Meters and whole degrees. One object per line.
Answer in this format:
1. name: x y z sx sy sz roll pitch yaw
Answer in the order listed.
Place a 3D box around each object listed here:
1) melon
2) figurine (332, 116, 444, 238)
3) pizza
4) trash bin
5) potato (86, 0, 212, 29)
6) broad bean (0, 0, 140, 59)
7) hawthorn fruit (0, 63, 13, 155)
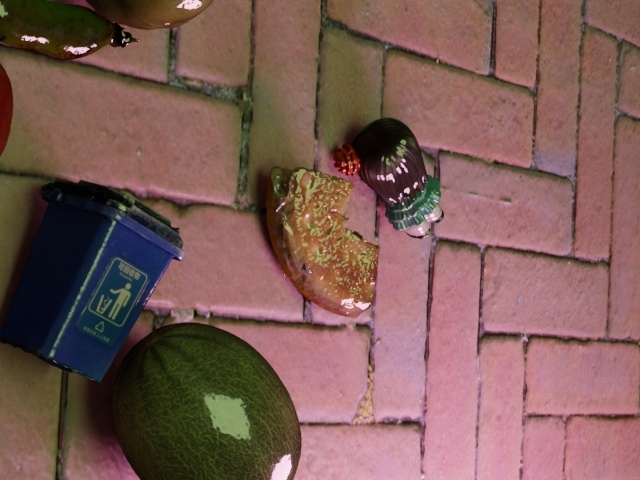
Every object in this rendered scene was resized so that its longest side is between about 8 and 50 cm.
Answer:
1. melon: -0.156 0.246 2.044 0.301 0.237 0.237 57 49 -30
2. figurine: 0.126 -0.097 2.505 0.138 0.110 0.245 -46 133 -12
3. pizza: 0.000 0.000 2.359 0.161 0.085 0.305 -39 119 -19
4. trash bin: -0.308 0.050 1.928 0.162 0.184 0.234 34 76 -45
5. potato: -0.270 -0.421 1.931 0.351 0.202 0.218 46 20 -34
6. broad bean: -0.369 -0.280 1.919 0.339 0.061 0.077 8 98 -50
7. hawthorn fruit: -0.448 -0.165 1.740 0.189 0.189 0.251 43 43 -42
